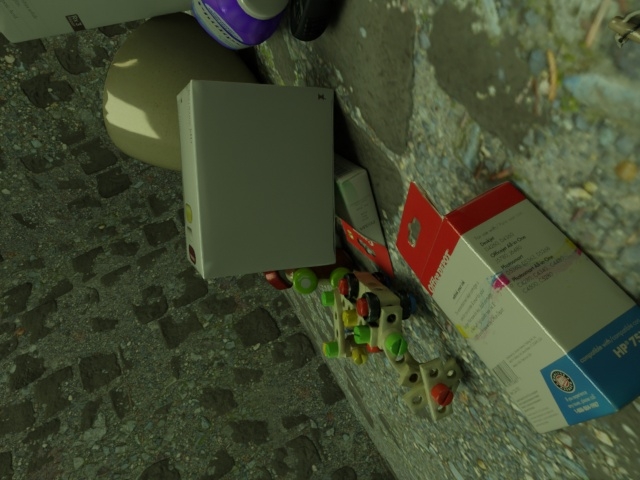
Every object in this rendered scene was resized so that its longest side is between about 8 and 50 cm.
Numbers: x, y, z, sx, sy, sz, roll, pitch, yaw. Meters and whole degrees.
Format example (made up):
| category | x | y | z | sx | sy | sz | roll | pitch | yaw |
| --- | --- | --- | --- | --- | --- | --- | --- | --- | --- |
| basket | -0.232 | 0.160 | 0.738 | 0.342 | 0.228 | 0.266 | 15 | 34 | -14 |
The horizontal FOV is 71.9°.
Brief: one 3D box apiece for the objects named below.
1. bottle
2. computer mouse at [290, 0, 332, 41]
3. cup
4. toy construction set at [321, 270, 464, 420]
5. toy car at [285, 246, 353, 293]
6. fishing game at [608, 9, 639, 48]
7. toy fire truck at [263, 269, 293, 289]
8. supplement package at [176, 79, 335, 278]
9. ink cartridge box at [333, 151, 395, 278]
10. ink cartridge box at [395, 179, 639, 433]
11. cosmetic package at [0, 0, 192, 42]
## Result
| category | x | y | z | sx | sy | sz | roll | pitch | yaw |
| --- | --- | --- | --- | --- | --- | --- | --- | --- | --- |
| bottle | -0.115 | -0.341 | 0.635 | 0.118 | 0.092 | 0.283 | 39 | -178 | -30 |
| computer mouse | 0.010 | -0.289 | 0.450 | 0.242 | 0.041 | 0.071 | 150 | 117 | -73 |
| cup | -0.242 | -0.273 | 0.942 | 0.237 | 0.331 | 0.331 | 30 | 158 | 14 |
| toy construction set | 0.099 | 0.171 | 0.783 | 0.328 | 0.151 | 0.214 | 24 | 116 | 58 |
| toy car | 0.000 | 0.000 | 0.942 | 0.155 | 0.149 | 0.188 | -118 | 29 | -74 |
| fishing game | 0.179 | -0.134 | 0.098 | 0.189 | 0.041 | 0.264 | 53 | 172 | 37 |
| toy fire truck | -0.131 | -0.059 | 1.081 | 0.254 | 0.170 | 0.301 | 51 | -147 | -41 |
| supplement package | -0.098 | -0.092 | 0.670 | 0.145 | 0.204 | 0.261 | -162 | 69 | -63 |
| ink cartridge box | 0.043 | -0.045 | 0.780 | 0.181 | 0.056 | 0.224 | 44 | 157 | 54 |
| ink cartridge box | 0.170 | 0.045 | 0.404 | 0.231 | 0.078 | 0.134 | 56 | 165 | 26 |
| cosmetic package | -0.388 | -0.496 | 0.738 | 0.217 | 0.386 | 0.156 | 98 | 157 | -75 |
